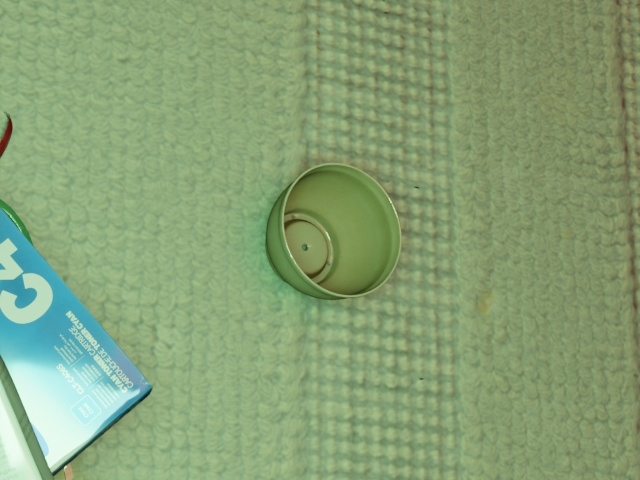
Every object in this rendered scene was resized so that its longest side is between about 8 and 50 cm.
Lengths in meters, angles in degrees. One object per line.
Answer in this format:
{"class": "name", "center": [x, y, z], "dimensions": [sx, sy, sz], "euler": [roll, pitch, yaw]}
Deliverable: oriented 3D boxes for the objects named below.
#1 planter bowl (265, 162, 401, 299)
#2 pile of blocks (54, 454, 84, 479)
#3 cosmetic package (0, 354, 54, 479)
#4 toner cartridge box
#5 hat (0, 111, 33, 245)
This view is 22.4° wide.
{"class": "planter bowl", "center": [0.000, 0.000, 1.925], "dimensions": [0.162, 0.109, 0.162], "euler": [9, 71, -28]}
{"class": "pile of blocks", "center": [-0.310, 0.257, 1.668], "dimensions": [0.362, 0.112, 0.149], "euler": [31, 63, -20]}
{"class": "cosmetic package", "center": [-0.285, 0.298, 1.425], "dimensions": [0.156, 0.217, 0.385], "euler": [-21, 92, -10]}
{"class": "toner cartridge box", "center": [-0.339, 0.069, 1.593], "dimensions": [0.165, 0.075, 0.348], "euler": [-41, 88, -14]}
{"class": "hat", "center": [-0.373, 0.003, 1.757], "dimensions": [0.208, 0.183, 0.173], "euler": [-42, 99, 8]}
